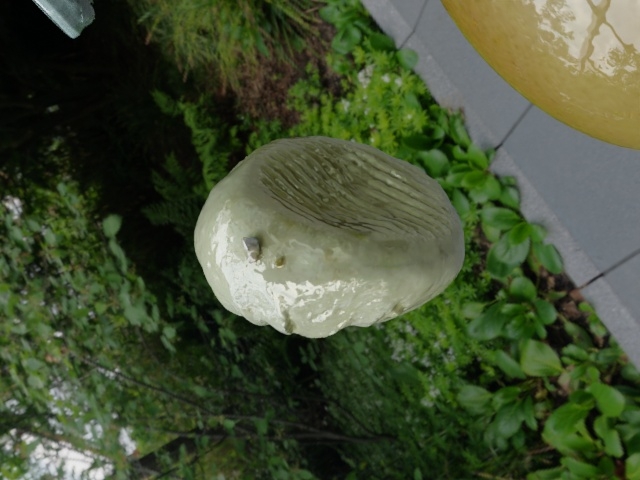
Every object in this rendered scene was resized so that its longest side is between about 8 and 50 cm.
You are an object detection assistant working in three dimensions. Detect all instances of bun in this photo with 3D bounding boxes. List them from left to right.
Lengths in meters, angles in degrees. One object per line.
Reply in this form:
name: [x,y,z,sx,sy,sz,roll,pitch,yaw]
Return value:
bun: [0.000,0.000,0.614,0.259,0.259,0.160,49,138,36]

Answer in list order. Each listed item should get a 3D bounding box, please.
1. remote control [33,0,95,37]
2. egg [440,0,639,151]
remote control: [-0.312,-0.299,0.571,0.247,0.052,0.104,50,179,-40]
egg: [0.186,-0.202,0.351,0.322,0.250,0.250,57,161,-7]
